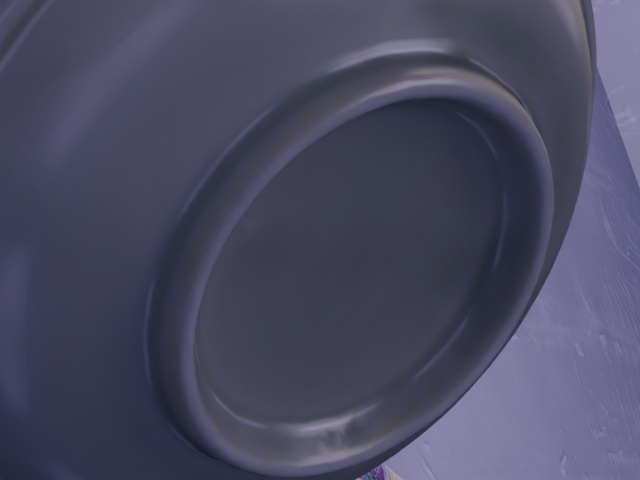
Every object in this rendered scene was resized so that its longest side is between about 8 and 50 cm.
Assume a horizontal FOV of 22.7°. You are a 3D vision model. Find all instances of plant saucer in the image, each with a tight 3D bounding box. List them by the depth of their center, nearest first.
[{"bbox_3d":[0.000,0.000,0.757,0.100,0.400,0.400,41,-2,42],"label":"plant saucer"}]

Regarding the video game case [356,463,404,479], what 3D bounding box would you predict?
[{"bbox_3d":[0.040,0.226,1.156,0.143,0.019,0.157,44,32,-48],"label":"video game case"}]
